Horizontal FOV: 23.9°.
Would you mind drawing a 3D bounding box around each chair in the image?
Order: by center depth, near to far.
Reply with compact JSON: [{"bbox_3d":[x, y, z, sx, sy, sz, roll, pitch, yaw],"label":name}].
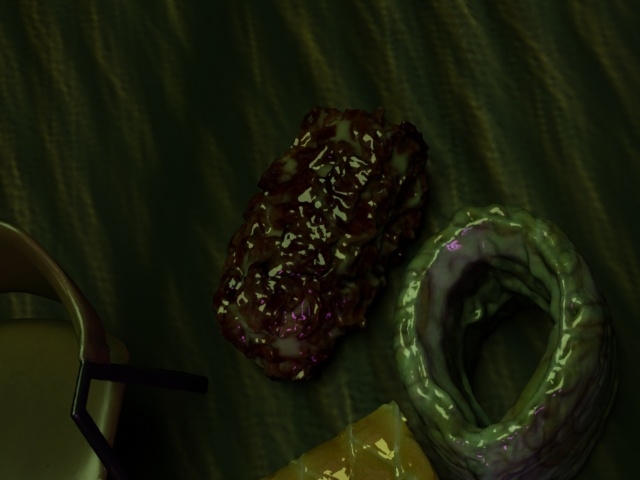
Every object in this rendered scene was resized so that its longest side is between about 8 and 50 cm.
[{"bbox_3d":[-0.198,0.108,1.032,0.158,0.247,0.172,3,69,19],"label":"chair"}]

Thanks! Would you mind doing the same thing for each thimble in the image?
[{"bbox_3d":[0.122,0.084,0.999,0.137,0.143,0.190,5,69,19],"label":"thimble"}]

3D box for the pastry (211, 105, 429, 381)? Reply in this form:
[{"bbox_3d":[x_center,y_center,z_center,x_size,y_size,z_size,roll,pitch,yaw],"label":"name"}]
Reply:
[{"bbox_3d":[-0.001,-0.001,1.106,0.115,0.097,0.208,26,78,36],"label":"pastry"}]

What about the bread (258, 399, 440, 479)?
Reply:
[{"bbox_3d":[0.005,0.209,1.023,0.188,0.068,0.125,-32,61,2],"label":"bread"}]
